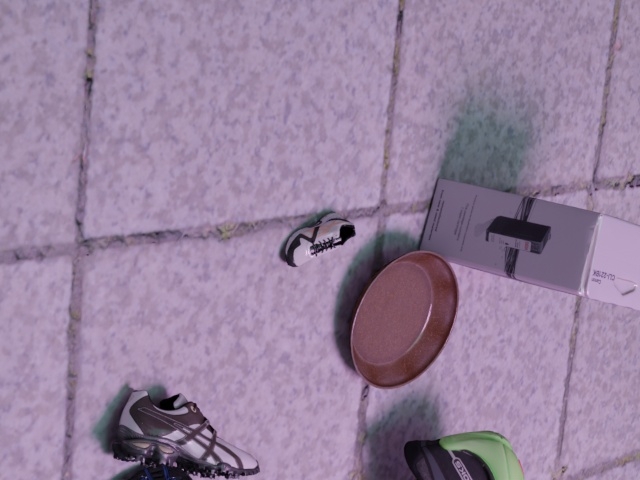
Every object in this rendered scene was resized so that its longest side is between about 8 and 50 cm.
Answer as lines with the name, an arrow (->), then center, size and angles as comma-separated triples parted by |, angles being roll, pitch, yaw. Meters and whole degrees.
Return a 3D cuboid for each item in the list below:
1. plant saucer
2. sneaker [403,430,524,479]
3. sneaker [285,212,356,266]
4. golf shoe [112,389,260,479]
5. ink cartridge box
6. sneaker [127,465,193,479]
plant saucer -> 0.105, 0.103, 2.076 | 0.199, 0.036, 0.198 | -19, 119, -37
sneaker -> 0.137, 0.475, 2.171 | 0.202, 0.185, 0.482 | 9, 107, -10
sneaker -> 0.000, 0.000, 1.938 | 0.109, 0.044, 0.040 | -37, 129, -32
golf shoe -> -0.148, 0.229, 1.810 | 0.198, 0.077, 0.094 | 21, 68, -38
ink cartridge box -> 0.307, 0.006, 2.100 | 0.197, 0.273, 0.114 | 13, 92, -49
sneaker -> -0.224, 0.342, 1.792 | 0.211, 0.080, 0.081 | -45, 170, -40
